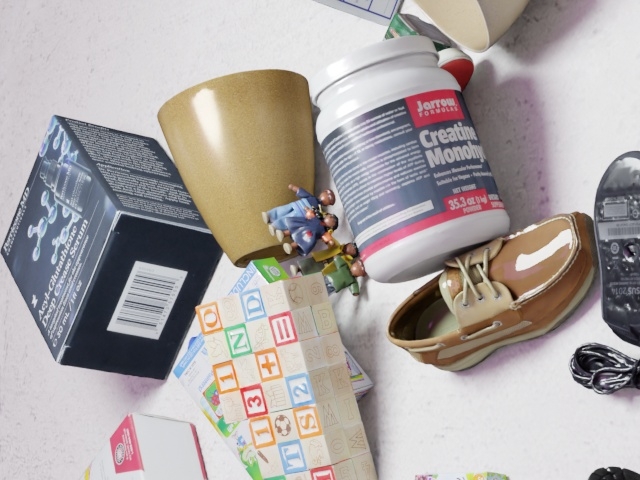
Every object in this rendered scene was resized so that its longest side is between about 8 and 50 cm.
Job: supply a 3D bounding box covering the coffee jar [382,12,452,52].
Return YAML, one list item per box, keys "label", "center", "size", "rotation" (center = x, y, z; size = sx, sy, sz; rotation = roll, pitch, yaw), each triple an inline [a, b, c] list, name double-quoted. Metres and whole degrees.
- label: "coffee jar"
  center: [0.104, -0.218, 2.178]
  size: [0.184, 0.079, 0.096]
  rotation: [-63, 34, 21]

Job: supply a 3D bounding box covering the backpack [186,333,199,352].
- label: "backpack"
  center: [-0.161, 0.183, 2.421]
  size: [0.120, 0.101, 0.098]
  rotation: [-13, 61, 56]

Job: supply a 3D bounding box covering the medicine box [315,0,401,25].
- label: "medicine box"
  center: [-0.046, -0.445, 2.293]
  size: [0.263, 0.289, 0.149]
  rotation: [33, 105, 56]

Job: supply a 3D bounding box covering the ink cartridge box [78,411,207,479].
- label: "ink cartridge box"
  center: [-0.305, 0.459, 2.514]
  size: [0.306, 0.131, 0.226]
  rotation: [-53, 40, 34]

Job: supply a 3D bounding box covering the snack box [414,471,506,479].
- label: "snack box"
  center: [0.168, 0.337, 1.920]
  size: [0.141, 0.037, 0.100]
  rotation: [-14, 69, 54]

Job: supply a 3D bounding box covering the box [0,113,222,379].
- label: "box"
  center: [-0.367, 0.006, 2.695]
  size: [0.395, 0.212, 0.293]
  rotation: [49, 120, 53]

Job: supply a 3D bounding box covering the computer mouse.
- label: "computer mouse"
  center: [0.360, 0.037, 1.716]
  size: [0.188, 0.072, 0.272]
  rotation: [4, 95, 55]

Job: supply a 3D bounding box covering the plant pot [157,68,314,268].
- label: "plant pot"
  center: [-0.105, -0.096, 2.346]
  size: [0.237, 0.237, 0.254]
  rotation: [-30, 68, 49]

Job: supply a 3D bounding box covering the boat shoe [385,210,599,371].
- label: "boat shoe"
  center: [0.201, 0.068, 1.891]
  size: [0.324, 0.120, 0.122]
  rotation: [-42, 47, 42]

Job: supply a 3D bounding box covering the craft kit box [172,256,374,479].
- label: "craft kit box"
  center: [-0.073, 0.196, 2.237]
  size: [0.246, 0.061, 0.250]
  rotation: [53, 125, 24]

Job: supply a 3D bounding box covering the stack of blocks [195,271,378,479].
- label: "stack of blocks"
  center: [-0.048, 0.208, 2.127]
  size: [0.171, 0.087, 0.297]
  rotation: [-18, 85, 40]

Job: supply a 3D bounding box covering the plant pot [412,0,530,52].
- label: "plant pot"
  center: [0.193, -0.409, 1.978]
  size: [0.191, 0.284, 0.284]
  rotation: [-39, 36, -6]

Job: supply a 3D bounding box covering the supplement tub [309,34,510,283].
- label: "supplement tub"
  center: [0.108, -0.099, 1.952]
  size: [0.191, 0.191, 0.272]
  rotation: [-31, 75, 48]

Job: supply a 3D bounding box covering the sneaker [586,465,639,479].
- label: "sneaker"
  center: [0.345, 0.375, 1.606]
  size: [0.283, 0.107, 0.124]
  rotation: [-114, 33, -48]

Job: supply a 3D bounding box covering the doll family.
- label: "doll family"
  center: [0.000, 0.000, 2.227]
  size: [0.193, 0.111, 0.076]
  rotation: [62, 168, 6]

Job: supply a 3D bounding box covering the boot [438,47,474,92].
- label: "boot"
  center: [0.152, -0.120, 2.078]
  size: [0.244, 0.088, 0.176]
  rotation: [-55, 47, 29]
